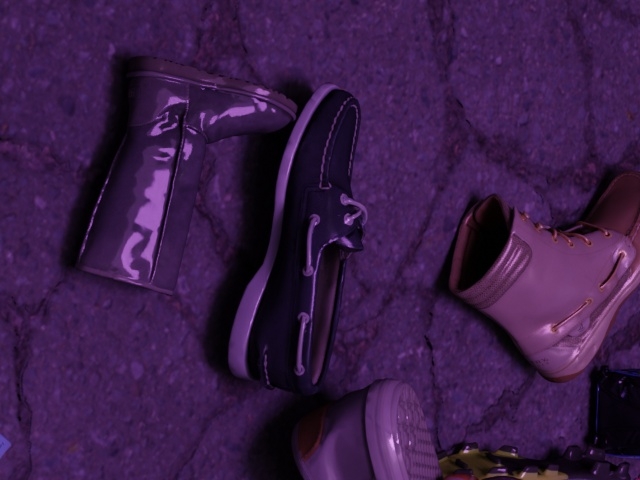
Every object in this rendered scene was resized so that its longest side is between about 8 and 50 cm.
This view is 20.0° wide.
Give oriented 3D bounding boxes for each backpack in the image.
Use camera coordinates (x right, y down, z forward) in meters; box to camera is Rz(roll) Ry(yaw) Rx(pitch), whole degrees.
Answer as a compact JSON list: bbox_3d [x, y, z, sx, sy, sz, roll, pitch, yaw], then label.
[{"bbox_3d":[0.380,0.199,2.074,0.084,0.114,0.105,3,91,-58],"label":"backpack"}]

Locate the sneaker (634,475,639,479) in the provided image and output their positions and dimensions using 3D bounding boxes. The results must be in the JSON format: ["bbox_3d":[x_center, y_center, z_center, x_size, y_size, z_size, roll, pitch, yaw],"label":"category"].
[{"bbox_3d":[0.413,0.293,2.158,0.119,0.047,0.057,-35,126,-29],"label":"sneaker"}]

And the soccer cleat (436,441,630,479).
[{"bbox_3d":[0.224,0.288,1.979,0.289,0.093,0.121,6,103,-36],"label":"soccer cleat"}]

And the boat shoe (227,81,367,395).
[{"bbox_3d":[0.000,0.000,1.754,0.114,0.091,0.302,11,94,-68],"label":"boat shoe"}]

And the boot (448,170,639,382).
[{"bbox_3d":[0.258,-0.003,1.976,0.203,0.095,0.262,40,75,-32],"label":"boot"}]

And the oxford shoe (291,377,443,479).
[{"bbox_3d":[0.071,0.331,1.850,0.169,0.130,0.449,-74,152,-55],"label":"oxford shoe"}]

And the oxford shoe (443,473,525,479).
[{"bbox_3d":[0.223,0.363,1.896,0.363,0.133,0.130,63,27,-52],"label":"oxford shoe"}]

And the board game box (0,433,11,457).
[{"bbox_3d":[-0.409,0.125,1.436,0.275,0.142,0.144,48,66,-30],"label":"board game box"}]

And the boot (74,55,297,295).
[{"bbox_3d":[-0.122,-0.051,1.685,0.190,0.076,0.208,11,81,-24],"label":"boot"}]
